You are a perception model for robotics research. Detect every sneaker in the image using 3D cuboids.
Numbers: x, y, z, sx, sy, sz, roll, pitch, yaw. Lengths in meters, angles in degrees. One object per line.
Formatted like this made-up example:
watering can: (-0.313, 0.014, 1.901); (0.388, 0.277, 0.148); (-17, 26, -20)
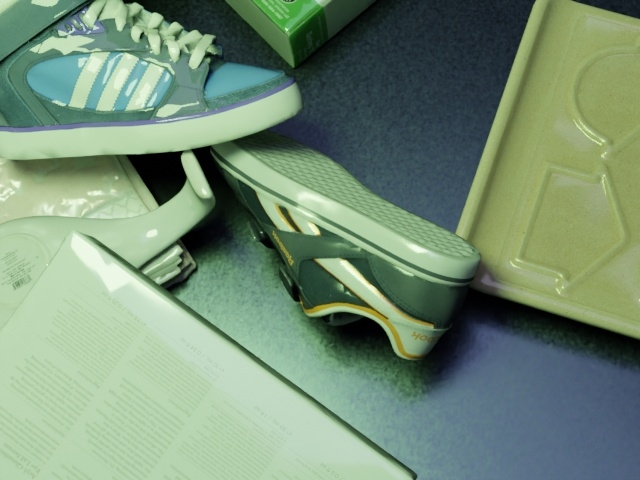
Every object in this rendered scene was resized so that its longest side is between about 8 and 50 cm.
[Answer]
sneaker: (0.000, 0.000, 1.580); (0.321, 0.126, 0.127); (34, 114, 34)
sneaker: (-0.189, -0.208, 1.567); (0.322, 0.130, 0.236); (-5, 105, 11)

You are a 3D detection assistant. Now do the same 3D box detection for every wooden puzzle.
wooden puzzle: (0.331, -0.051, 1.609); (0.347, 0.080, 0.322); (18, 72, 6)

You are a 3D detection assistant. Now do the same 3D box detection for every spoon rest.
spoon rest: (-0.222, 0.011, 1.582); (0.276, 0.084, 0.137); (-27, 69, 6)

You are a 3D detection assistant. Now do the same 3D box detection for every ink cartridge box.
ink cartridge box: (-0.002, -0.308, 1.720); (0.208, 0.087, 0.153); (-40, 71, -10)

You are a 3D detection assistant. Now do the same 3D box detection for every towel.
towel: (-0.341, -0.010, 1.653); (0.332, 0.053, 0.317); (-34, 71, -9)

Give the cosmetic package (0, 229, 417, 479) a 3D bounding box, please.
cosmetic package: (-0.147, 0.214, 1.469); (0.377, 0.097, 0.284); (36, 89, 7)
